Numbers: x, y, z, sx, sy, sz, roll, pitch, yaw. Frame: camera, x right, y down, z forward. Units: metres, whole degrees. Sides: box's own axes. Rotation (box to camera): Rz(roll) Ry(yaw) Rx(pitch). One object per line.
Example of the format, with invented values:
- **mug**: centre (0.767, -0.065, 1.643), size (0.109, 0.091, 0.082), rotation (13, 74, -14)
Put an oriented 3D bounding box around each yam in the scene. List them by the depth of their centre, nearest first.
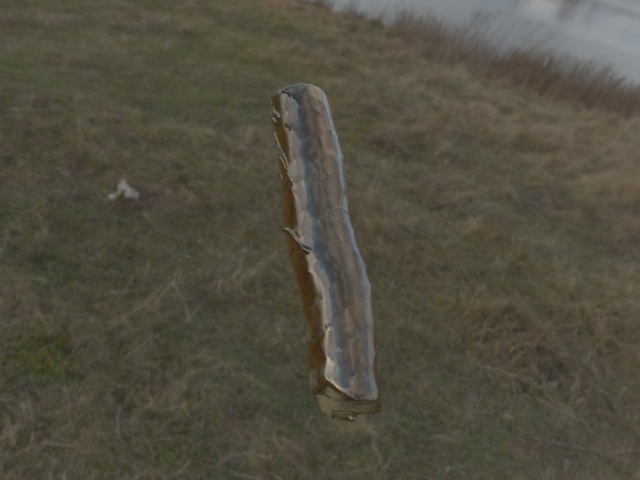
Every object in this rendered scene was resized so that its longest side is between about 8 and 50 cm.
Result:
- **yam**: centre (0.000, 0.000, 0.527), size (0.056, 0.057, 0.241), rotation (4, 64, -29)
